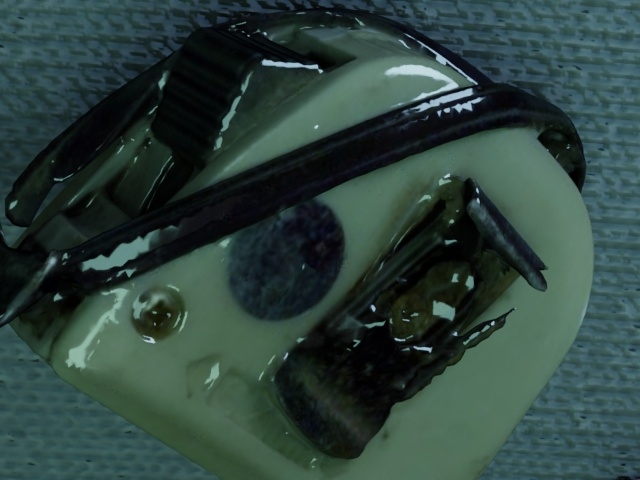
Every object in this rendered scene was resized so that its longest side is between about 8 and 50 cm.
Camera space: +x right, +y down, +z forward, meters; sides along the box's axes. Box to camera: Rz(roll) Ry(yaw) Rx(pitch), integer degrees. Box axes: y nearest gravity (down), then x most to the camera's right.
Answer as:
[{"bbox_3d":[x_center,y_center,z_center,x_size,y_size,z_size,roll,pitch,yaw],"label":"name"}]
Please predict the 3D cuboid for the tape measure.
[{"bbox_3d":[0.000,0.000,0.740,0.271,0.133,0.231,36,89,-33],"label":"tape measure"}]

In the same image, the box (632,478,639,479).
[{"bbox_3d":[0.195,0.335,0.902,0.112,0.190,0.370,5,111,-4],"label":"box"}]
